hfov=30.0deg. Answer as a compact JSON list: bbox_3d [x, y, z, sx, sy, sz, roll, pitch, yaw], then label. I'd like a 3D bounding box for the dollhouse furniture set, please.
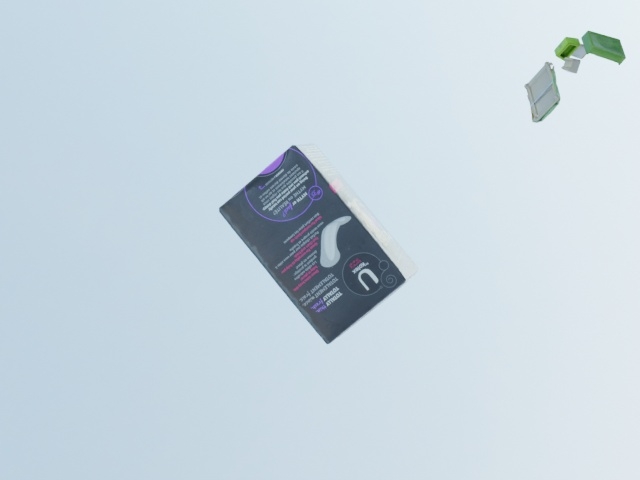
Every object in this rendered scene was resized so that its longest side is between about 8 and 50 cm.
[{"bbox_3d":[0.356,-0.231,1.683,0.059,0.151,0.076,13,-131,-25],"label":"dollhouse furniture set"}]

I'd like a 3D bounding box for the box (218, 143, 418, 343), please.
[{"bbox_3d":[0.000,0.000,1.852,0.270,0.165,0.143,51,-167,4],"label":"box"}]
